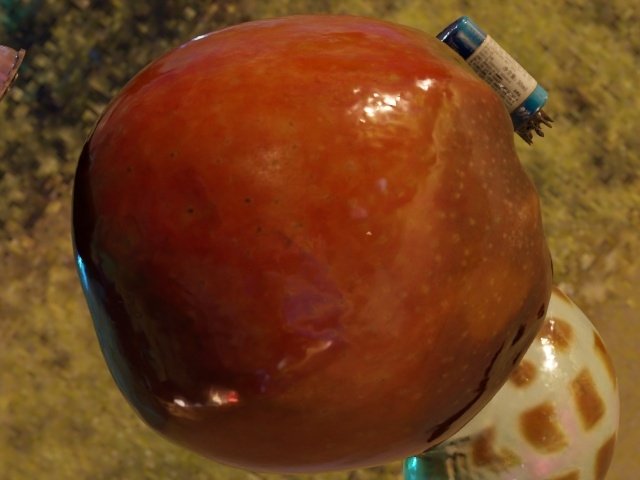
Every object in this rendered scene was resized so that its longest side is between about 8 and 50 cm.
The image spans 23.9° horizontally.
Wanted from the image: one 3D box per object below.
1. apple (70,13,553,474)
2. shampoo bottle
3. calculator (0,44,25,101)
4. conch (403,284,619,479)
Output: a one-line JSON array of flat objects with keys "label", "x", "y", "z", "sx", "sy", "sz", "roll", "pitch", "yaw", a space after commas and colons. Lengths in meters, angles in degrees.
[{"label": "apple", "x": 0.000, "y": 0.000, "z": 0.723, "sx": 0.230, "sy": 0.230, "sz": 0.230, "roll": -43, "pitch": 25, "yaw": 25}, {"label": "shampoo bottle", "x": 0.214, "y": -0.192, "z": 1.879, "sx": 0.087, "sy": 0.183, "sz": 0.050, "roll": -40, "pitch": 17, "yaw": 31}, {"label": "calculator", "x": -0.242, "y": -0.022, "z": 0.826, "sx": 0.194, "sy": 0.043, "sz": 0.294, "roll": -46, "pitch": 15, "yaw": 17}, {"label": "conch", "x": 0.144, "y": 0.157, "z": 1.368, "sx": 0.197, "sy": 0.249, "sz": 0.368, "roll": 48, "pitch": -139, "yaw": -73}]
